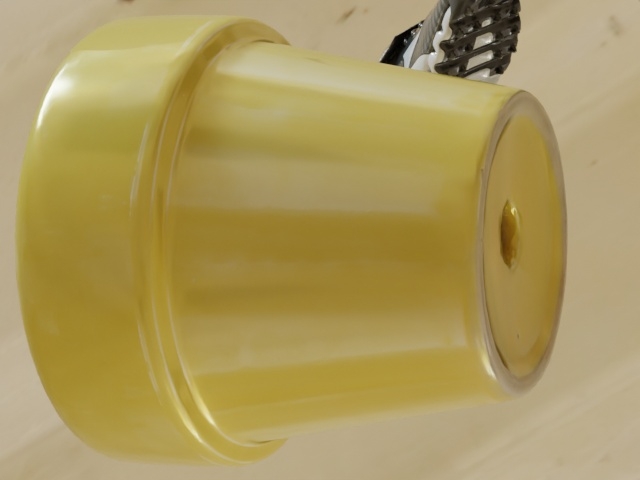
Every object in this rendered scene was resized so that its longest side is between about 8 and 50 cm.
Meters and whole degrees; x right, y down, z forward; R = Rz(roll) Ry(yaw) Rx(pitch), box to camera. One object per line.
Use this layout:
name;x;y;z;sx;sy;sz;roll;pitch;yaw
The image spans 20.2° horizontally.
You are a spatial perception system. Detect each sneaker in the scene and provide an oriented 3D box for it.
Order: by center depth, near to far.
sneaker;0.083;-0.130;1.342;0.078;0.234;0.106;-25;-124;-26

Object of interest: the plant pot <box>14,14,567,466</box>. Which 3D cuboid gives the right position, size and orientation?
plant pot;0.000;0.000;0.983;0.239;0.254;0.254;0;-116;23
